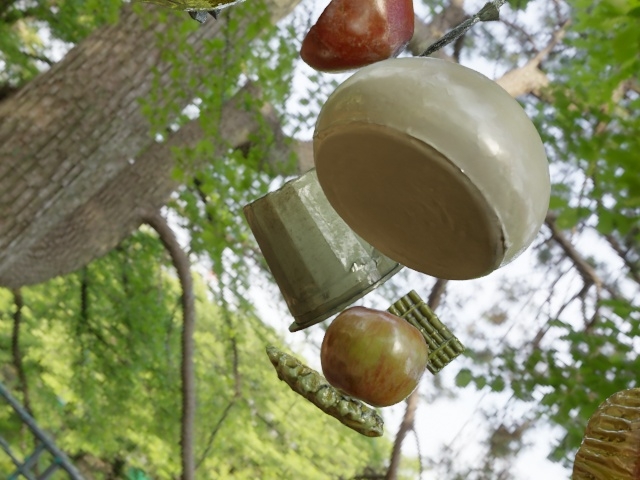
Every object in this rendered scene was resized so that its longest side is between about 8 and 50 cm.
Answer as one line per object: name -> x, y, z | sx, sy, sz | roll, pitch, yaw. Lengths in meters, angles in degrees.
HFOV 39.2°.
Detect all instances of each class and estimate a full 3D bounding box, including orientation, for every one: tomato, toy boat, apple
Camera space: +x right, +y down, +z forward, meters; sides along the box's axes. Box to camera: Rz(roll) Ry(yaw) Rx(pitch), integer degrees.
tomato -> 0.084, -0.368, 1.568 | 0.139, 0.233, 0.200 | 42, 16, 9
toy boat -> 0.142, 0.126, 1.249 | 0.115, 0.063, 0.016 | 48, -12, 23
apple -> 0.058, 0.133, 1.022 | 0.126, 0.102, 0.126 | 26, -14, 7

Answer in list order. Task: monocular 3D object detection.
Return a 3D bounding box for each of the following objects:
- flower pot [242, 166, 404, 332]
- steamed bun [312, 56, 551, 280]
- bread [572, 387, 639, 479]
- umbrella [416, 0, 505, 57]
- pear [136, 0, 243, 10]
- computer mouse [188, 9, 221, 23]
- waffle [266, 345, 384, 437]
flower pot -> 0.000, 0.000, 1.350 | 0.202, 0.212, 0.212 | 62, -17, -2
steamed bun -> 0.112, -0.079, 0.847 | 0.232, 0.145, 0.232 | 30, -28, 17
bread -> 0.277, 0.168, 0.593 | 0.190, 0.132, 0.114 | 13, -7, -5
umbrella -> 0.288, -0.412, 1.727 | 0.044, 0.269, 0.044 | 54, -2, 17
pear -> -0.092, -0.379, 0.676 | 0.362, 0.418, 0.362 | 23, -3, 1
computer mouse -> -0.123, -0.286, 0.901 | 0.047, 0.079, 0.135 | 14, -58, 24
waffle -> 0.009, 0.270, 1.571 | 0.223, 0.054, 0.204 | 37, -8, -31
